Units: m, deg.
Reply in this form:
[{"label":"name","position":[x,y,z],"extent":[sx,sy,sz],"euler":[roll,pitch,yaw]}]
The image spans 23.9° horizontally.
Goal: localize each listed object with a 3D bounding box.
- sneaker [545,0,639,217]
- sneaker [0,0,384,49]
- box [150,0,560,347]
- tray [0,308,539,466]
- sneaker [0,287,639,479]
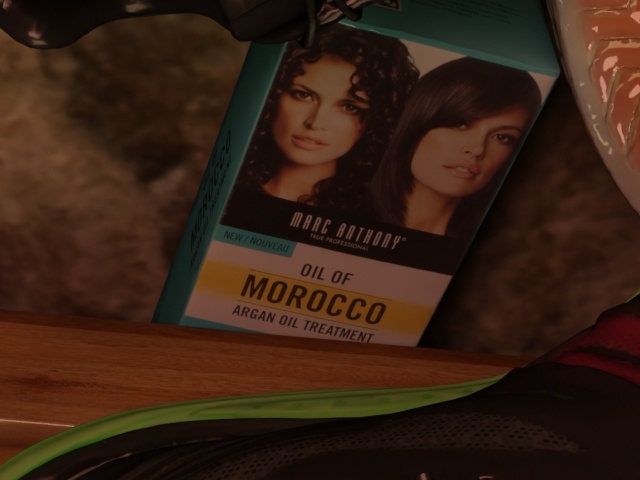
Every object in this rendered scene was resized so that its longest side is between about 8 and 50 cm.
[{"label":"sneaker","position":[0.166,-0.027,0.576],"extent":[0.108,0.121,0.302],"euler":[-31,105,6]},{"label":"sneaker","position":[0.021,-0.114,0.433],"extent":[0.286,0.130,0.109],"euler":[-12,130,28]},{"label":"box","position":[0.000,0.000,0.612],"extent":[0.101,0.060,0.244],"euler":[12,129,-14]},{"label":"tray","position":[-0.039,0.134,0.626],"extent":[0.411,0.076,0.202],"euler":[5,125,-4]},{"label":"sneaker","position":[0.101,0.097,0.443],"extent":[0.483,0.202,0.185],"euler":[-24,107,7]}]
